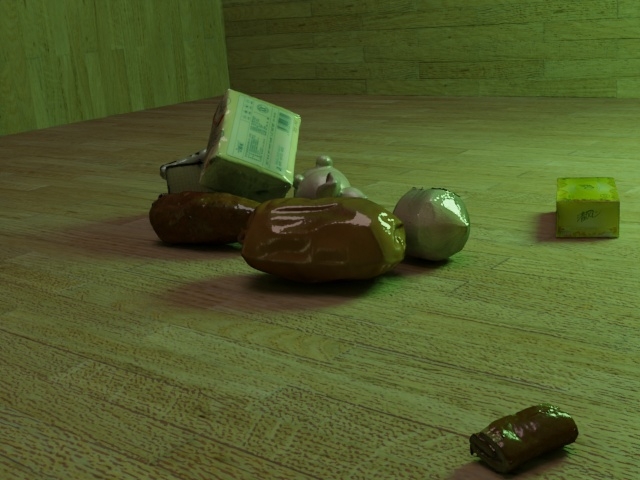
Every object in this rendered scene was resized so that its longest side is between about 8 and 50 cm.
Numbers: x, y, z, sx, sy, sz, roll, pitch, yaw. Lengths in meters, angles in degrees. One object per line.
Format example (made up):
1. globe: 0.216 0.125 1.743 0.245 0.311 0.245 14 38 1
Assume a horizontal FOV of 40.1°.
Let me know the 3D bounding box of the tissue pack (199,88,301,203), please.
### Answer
1. tissue pack: -0.121 -0.157 1.527 0.148 0.092 0.196 20 42 -14

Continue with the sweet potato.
1. sweet potato: -0.175 -0.037 1.458 0.252 0.097 0.097 2 17 30

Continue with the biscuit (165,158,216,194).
1. biscuit: -0.178 -0.090 1.598 0.200 0.121 0.040 -8 -3 -15

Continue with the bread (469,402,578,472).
1. bread: 0.172 0.165 0.739 0.083 0.036 0.047 -15 22 -26

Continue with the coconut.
1. coconut: 0.167 -0.025 1.284 0.124 0.110 0.110 5 18 45

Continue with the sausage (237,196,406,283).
1. sausage: 0.000 -0.001 1.226 0.241 0.120 0.136 1 5 21

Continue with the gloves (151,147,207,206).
1. gloves: -0.220 -0.102 1.669 0.212 0.127 0.111 -33 62 -2

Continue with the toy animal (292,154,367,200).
1. toy animal: 0.005 -0.069 1.481 0.124 0.124 0.212 -5 11 -1

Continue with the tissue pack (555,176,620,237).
1. tissue pack: 0.429 -0.057 1.417 0.095 0.062 0.176 0 17 16
